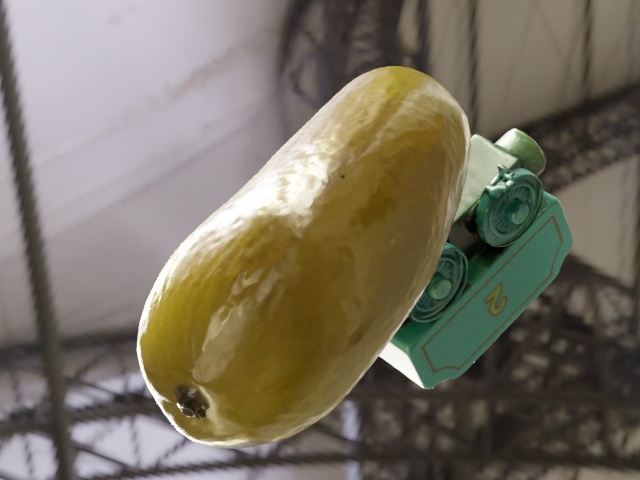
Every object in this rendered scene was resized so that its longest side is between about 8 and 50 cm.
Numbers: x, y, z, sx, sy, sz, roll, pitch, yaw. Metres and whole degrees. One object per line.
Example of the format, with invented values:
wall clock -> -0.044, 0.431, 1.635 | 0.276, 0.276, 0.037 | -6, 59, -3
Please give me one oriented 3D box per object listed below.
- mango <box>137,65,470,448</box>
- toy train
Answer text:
mango -> 0.003, -0.001, 1.268 | 0.142, 0.195, 0.332 | 42, -122, -11
toy train -> 0.101, 0.010, 1.547 | 0.203, 0.112, 0.163 | -43, -41, -13
